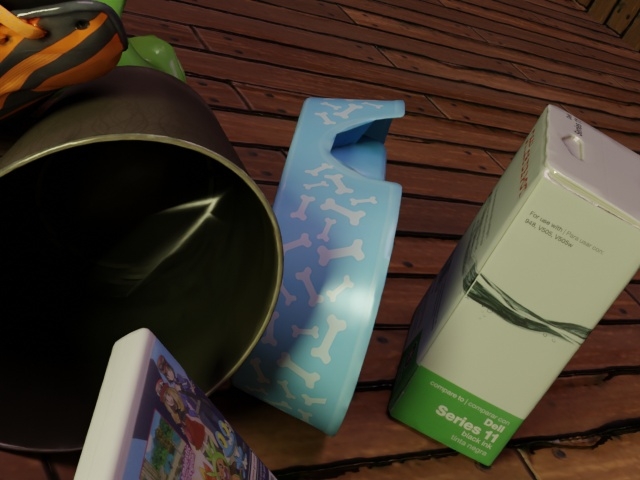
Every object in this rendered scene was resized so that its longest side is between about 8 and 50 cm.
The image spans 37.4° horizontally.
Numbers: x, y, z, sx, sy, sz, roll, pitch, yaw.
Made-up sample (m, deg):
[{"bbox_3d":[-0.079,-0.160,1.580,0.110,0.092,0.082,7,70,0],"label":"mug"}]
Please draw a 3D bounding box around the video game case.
[{"bbox_3d":[-0.041,0.160,0.384,0.183,0.023,0.201,55,18,-27],"label":"video game case"}]

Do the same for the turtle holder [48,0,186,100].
[{"bbox_3d":[-0.243,-0.219,0.707,0.320,0.243,0.227,7,17,-18],"label":"turtle holder"}]

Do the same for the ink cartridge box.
[{"bbox_3d":[0.140,0.027,0.664,0.087,0.208,0.153,29,29,0],"label":"ink cartridge box"}]

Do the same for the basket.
[{"bbox_3d":[-0.120,-0.015,0.556,0.154,0.204,0.227,52,12,-23],"label":"basket"}]

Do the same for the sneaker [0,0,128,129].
[{"bbox_3d":[-0.209,-0.119,0.424,0.125,0.180,0.321,68,20,3],"label":"sneaker"}]

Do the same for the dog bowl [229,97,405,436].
[{"bbox_3d":[0.000,0.000,0.648,0.074,0.166,0.297,14,30,-3],"label":"dog bowl"}]
